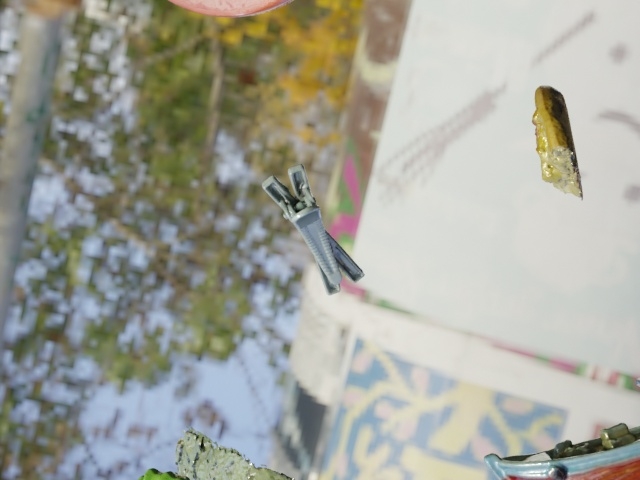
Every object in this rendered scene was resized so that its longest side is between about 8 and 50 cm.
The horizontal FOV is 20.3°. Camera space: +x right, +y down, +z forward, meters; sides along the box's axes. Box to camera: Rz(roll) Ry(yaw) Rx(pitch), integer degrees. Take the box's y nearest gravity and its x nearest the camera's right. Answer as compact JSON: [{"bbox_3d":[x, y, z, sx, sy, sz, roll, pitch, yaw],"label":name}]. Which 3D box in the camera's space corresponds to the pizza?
[{"bbox_3d":[0.213,-0.088,1.632,0.036,0.099,0.160,-11,-158,9],"label":"pizza"}]

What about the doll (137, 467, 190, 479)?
[{"bbox_3d":[-0.044,0.211,1.042,0.190,0.115,0.050,47,-125,4],"label":"doll"}]

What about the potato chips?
[{"bbox_3d":[-0.082,0.228,1.364,0.059,0.167,0.228,37,-147,-23],"label":"potato chips"}]

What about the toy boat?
[{"bbox_3d":[0.183,0.115,1.052,0.173,0.058,0.069,-19,178,2],"label":"toy boat"}]

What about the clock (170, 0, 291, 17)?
[{"bbox_3d":[-0.062,-0.228,1.014,0.205,0.205,0.051,20,-153,32],"label":"clock"}]

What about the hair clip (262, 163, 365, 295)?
[{"bbox_3d":[-0.001,0.001,1.200,0.115,0.030,0.039,58,-170,-47],"label":"hair clip"}]
